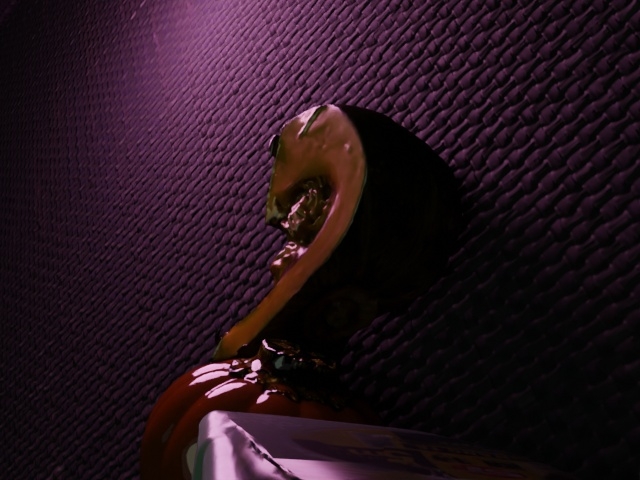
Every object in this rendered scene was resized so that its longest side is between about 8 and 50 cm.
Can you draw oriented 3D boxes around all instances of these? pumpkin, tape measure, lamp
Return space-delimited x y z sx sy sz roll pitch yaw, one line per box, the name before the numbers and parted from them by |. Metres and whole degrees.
pumpkin | -0.001 -0.001 0.823 0.280 0.139 0.190 -44 45 20
tape measure | 0.047 0.194 0.480 0.262 0.259 0.138 179 97 -81
lamp | -0.042 0.186 0.701 0.223 0.223 0.197 18 95 51
